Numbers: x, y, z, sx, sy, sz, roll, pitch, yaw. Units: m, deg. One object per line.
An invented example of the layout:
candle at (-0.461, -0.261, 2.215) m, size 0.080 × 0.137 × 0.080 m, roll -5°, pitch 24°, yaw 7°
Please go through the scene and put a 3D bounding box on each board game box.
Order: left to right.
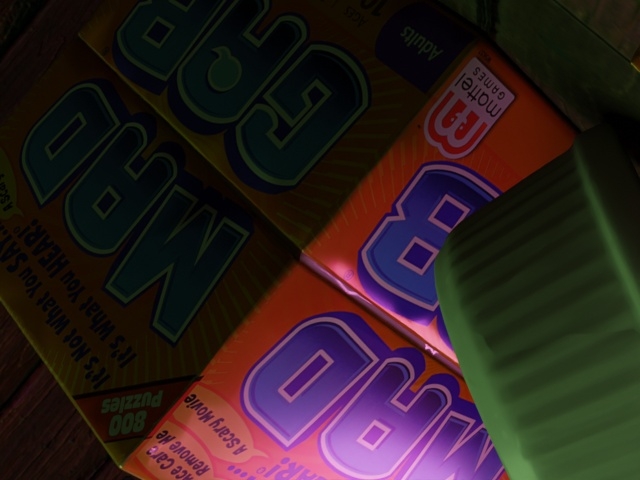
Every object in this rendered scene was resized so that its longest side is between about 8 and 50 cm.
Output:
board game box at (0.000, 0.000, 1.244) m, size 0.356 × 0.356 × 0.356 m, roll 36°, pitch -175°, yaw -44°

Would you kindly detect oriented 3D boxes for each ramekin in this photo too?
ramekin at (0.166, 0.078, 0.918) m, size 0.273 × 0.127 × 0.273 m, roll 59°, pitch -167°, yaw -23°

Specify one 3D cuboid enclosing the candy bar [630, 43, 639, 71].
candy bar at (0.122, -0.066, 0.525) m, size 0.040 × 0.018 × 0.161 m, roll 41°, pitch -178°, yaw 9°
